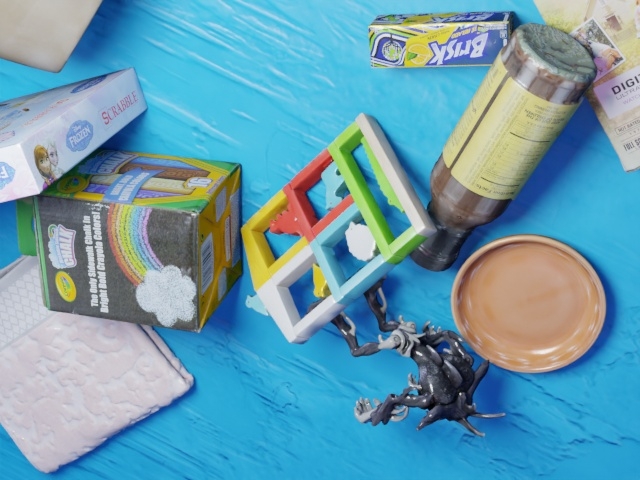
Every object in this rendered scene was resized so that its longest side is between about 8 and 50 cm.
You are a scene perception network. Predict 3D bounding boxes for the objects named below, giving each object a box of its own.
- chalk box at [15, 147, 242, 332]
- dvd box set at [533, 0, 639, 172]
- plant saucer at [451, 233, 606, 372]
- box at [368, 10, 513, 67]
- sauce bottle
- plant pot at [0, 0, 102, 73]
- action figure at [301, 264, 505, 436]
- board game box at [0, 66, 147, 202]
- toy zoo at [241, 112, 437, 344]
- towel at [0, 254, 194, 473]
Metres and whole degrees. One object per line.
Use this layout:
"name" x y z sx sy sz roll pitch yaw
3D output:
"chalk box" -0.268 -0.010 1.416 0.289 0.179 0.180 8 116 13
"dvd box set" 0.385 -0.320 1.163 0.308 0.062 0.420 -27 104 24
"plant saucer" 0.274 0.080 1.384 0.200 0.037 0.200 5 114 12
"box" 0.146 -0.242 1.263 0.169 0.059 0.054 1 116 15
"sauce bottle" 0.200 -0.099 1.264 0.111 0.111 0.344 30 132 1
"plant pot" -0.389 -0.353 1.249 0.280 0.323 0.323 29 119 -17
"action figure" 0.113 0.163 1.394 0.275 0.164 0.141 46 147 13
"board game box" -0.425 -0.115 1.332 0.318 0.318 0.066 -11 111 20
"toy zoo" 0.000 0.000 1.362 0.293 0.030 0.192 -41 57 27
"towel" -0.406 0.178 1.607 0.332 0.053 0.317 -32 102 26
